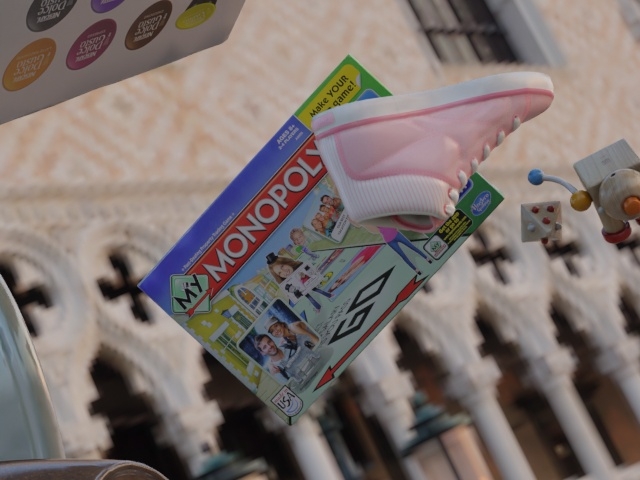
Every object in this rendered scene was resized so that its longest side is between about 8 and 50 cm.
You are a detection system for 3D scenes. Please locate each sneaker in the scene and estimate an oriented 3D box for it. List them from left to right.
[{"bbox_3d":[0.063,-0.041,0.885,0.134,0.070,0.051,-13,-7,-27],"label":"sneaker"}]

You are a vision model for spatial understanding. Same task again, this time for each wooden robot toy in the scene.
[{"bbox_3d":[0.218,-0.033,1.227,0.173,0.076,0.079,-28,21,7],"label":"wooden robot toy"}]

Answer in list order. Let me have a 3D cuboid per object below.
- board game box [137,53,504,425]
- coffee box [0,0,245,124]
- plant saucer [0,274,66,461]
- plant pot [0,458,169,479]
[{"bbox_3d":[0.000,0.000,1.794,0.317,0.213,0.046,-48,2,6],"label":"board game box"},{"bbox_3d":[-0.232,-0.335,1.361,0.337,0.338,0.334,-27,-26,-48],"label":"coffee box"},{"bbox_3d":[-0.337,0.182,1.558,0.100,0.400,0.400,-13,-24,-29],"label":"plant saucer"},{"bbox_3d":[-0.183,0.212,1.013,0.230,0.215,0.215,-26,-18,29],"label":"plant pot"}]
